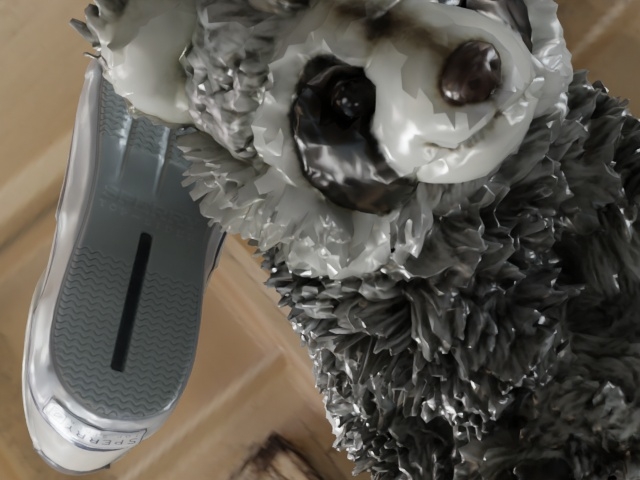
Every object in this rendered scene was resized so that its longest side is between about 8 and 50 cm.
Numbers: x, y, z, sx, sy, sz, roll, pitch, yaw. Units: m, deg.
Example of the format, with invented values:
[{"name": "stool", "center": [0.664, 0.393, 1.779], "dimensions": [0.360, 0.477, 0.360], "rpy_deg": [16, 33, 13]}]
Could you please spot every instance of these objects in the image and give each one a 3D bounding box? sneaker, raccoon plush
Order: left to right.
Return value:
[{"name": "sneaker", "center": [-0.086, -0.014, 0.693], "dimensions": [0.091, 0.094, 0.258], "rpy_deg": [-45, -157, 51]}, {"name": "raccoon plush", "center": [0.000, 0.000, 0.726], "dimensions": [0.299, 0.446, 0.216], "rpy_deg": [44, -122, -8]}]
